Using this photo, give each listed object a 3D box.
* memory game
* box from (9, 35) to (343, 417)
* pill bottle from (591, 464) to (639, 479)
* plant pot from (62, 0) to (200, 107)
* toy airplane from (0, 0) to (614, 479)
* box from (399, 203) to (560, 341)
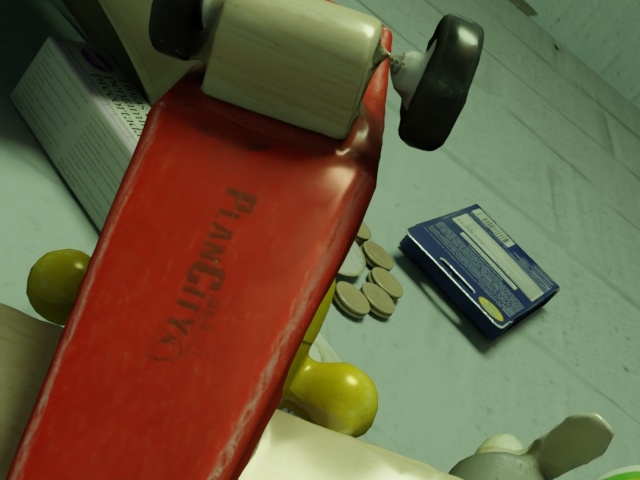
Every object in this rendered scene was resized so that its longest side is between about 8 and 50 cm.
[{"bbox_3d":[0.000,0.000,0.959,0.186,0.012,0.186,33,26,-19],"label":"memory game"},{"bbox_3d":[-0.107,-0.011,0.756,0.324,0.067,0.063,51,25,22],"label":"box"},{"bbox_3d":[0.212,0.260,0.690,0.136,0.136,0.246,42,24,1],"label":"pill bottle"},{"bbox_3d":[-0.107,-0.312,0.841,0.323,0.280,0.323,53,-9,13],"label":"plant pot"},{"bbox_3d":[-0.069,0.085,0.480,0.384,0.272,0.386,-21,68,-21],"label":"toy airplane"},{"bbox_3d":[0.164,0.031,1.119,0.136,0.036,0.225,47,24,13],"label":"box"}]
